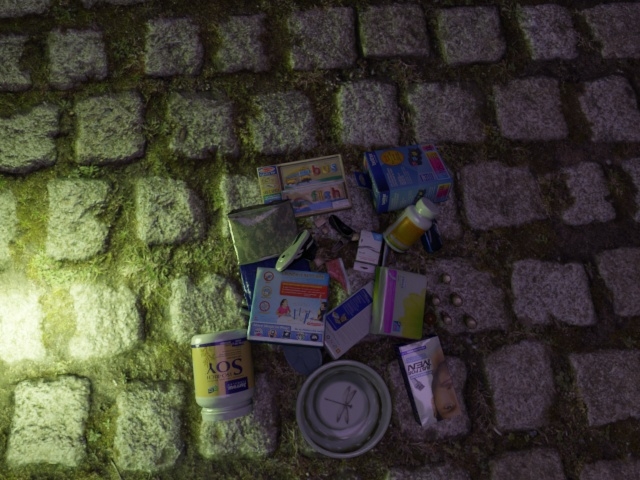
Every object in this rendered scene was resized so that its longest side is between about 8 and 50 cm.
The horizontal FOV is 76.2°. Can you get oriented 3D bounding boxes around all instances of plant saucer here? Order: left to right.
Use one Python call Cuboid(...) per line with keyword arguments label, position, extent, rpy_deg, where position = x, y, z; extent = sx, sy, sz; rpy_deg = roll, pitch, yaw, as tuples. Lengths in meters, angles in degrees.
Cuboid(label="plant saucer", position=(0.093, 0.696, 1.723), extent=(0.401, 0.100, 0.399), rpy_deg=(0, 87, -6))

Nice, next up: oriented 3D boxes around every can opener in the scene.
Cuboid(label="can opener", position=(-0.220, 0.326, 1.797), extent=(0.281, 0.093, 0.074), rpy_deg=(18, 78, 6))

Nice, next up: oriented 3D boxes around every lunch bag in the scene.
Cuboid(label="lunch bag", position=(-0.236, -0.044, 1.783), extent=(0.287, 0.169, 0.235), rpy_deg=(-11, 103, 2))

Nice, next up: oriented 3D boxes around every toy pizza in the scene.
Cuboid(label="toy pizza", position=(-0.074, 0.481, 1.751), extent=(0.202, 0.032, 0.201), rpy_deg=(10, 108, 31))

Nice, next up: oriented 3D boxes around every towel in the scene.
Cuboid(label="towel", position=(-0.190, 0.175, 1.809), extent=(0.309, 0.076, 0.227), rpy_deg=(-13, 70, -7))

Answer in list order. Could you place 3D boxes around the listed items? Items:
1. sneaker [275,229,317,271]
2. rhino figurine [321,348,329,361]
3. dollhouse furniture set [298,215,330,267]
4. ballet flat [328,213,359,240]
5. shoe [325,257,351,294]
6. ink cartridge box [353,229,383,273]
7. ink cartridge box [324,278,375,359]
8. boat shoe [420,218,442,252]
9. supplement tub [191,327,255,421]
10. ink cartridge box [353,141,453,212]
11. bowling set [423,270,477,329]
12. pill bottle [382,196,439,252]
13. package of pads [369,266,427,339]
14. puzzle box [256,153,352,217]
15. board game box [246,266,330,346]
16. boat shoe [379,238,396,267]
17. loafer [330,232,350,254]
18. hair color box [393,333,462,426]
Cuboid(label="sneaker", position=(-0.085, 0.071, 1.724), extent=(0.216, 0.079, 0.121), rpy_deg=(-53, 125, -21))
Cuboid(label="rhino figurine", position=(-0.018, 0.411, 1.792), extent=(0.106, 0.073, 0.243), rpy_deg=(-25, 81, -30))
Cuboid(label="dollhouse furniture set", position=(0.000, 0.000, 1.854), extent=(0.161, 0.101, 0.181), rpy_deg=(-36, 83, -8))
Cuboid(label="ballet flat", position=(0.105, -0.056, 1.879), extent=(0.173, 0.049, 0.057), rpy_deg=(36, 62, 15))
Cuboid(label="shoe", position=(0.080, 0.169, 1.850), extent=(0.081, 0.063, 0.177), rpy_deg=(-16, 76, -4))
Cuboid(label="ink cartridge box", position=(0.218, 0.053, 1.876), extent=(0.104, 0.060, 0.180), rpy_deg=(11, 80, -1))
Cuboid(label="ink cartridge box", position=(0.145, 0.342, 1.793), extent=(0.371, 0.069, 0.175), rpy_deg=(-33, 83, -23))
Cuboid(label="boat shoe", position=(0.498, -0.075, 1.905), extent=(0.089, 0.109, 0.258), rpy_deg=(-17, 98, -13))
Cuboid(label="supplement tub", position=(-0.393, 0.538, 1.669), extent=(0.241, 0.241, 0.330), rpy_deg=(-8, 80, -4))
Cuboid(label="ink cartridge box", position=(0.354, -0.283, 1.851), extent=(0.396, 0.151, 0.269), rpy_deg=(-11, 53, -3))
Cuboid(label="bowling set", position=(0.547, 0.293, 1.827), extent=(0.200, 0.154, 0.286), rpy_deg=(-25, 83, 12))
Cuboid(label="pill bottle", position=(0.403, -0.071, 1.807), extent=(0.136, 0.136, 0.245), rpy_deg=(43, 123, 5))
Cuboid(label="package of pads", position=(0.347, 0.276, 1.788), extent=(0.229, 0.101, 0.296), rpy_deg=(13, 77, -22))
Cuboid(label="puzzle box", position=(-0.075, -0.245, 1.920), extent=(0.410, 0.052, 0.271), rpy_deg=(-11, 80, -5))
Cuboid(label="board game box", position=(-0.126, 0.276, 1.684), extent=(0.309, 0.086, 0.301), rpy_deg=(6, 68, 0))
Cuboid(label="boat shoe", position=(0.314, 0.079, 1.873), extent=(0.066, 0.066, 0.183), rpy_deg=(10, 80, -2))
Cuboid(label="loafer", position=(0.095, 0.015, 1.887), extent=(0.045, 0.039, 0.125), rpy_deg=(42, 81, 6))
Cuboid(label="hair color box", position=(0.460, 0.598, 1.769), extent=(0.185, 0.110, 0.338), rpy_deg=(-15, 83, -6))
